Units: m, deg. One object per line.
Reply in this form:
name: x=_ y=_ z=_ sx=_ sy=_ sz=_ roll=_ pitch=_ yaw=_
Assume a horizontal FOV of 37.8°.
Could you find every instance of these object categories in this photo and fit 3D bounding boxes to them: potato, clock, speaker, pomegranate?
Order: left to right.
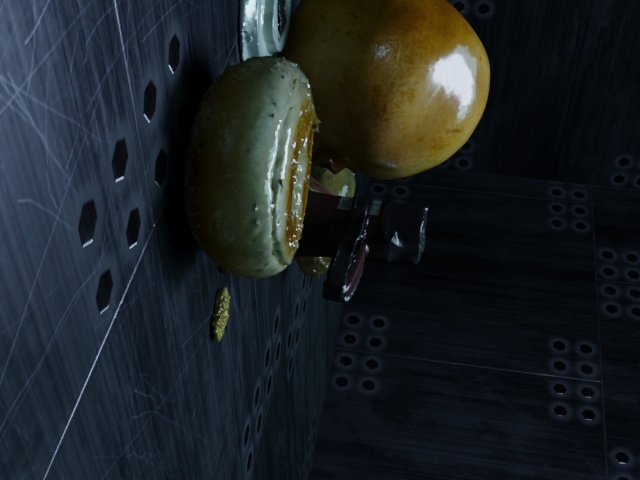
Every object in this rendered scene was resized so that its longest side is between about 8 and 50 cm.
clock: x=-0.084 y=-0.381 z=1.541 sx=0.236 sy=0.053 sz=0.236 roll=7 pitch=90 yaw=-84
speaker: x=-0.008 y=-0.023 z=1.468 sx=0.259 sy=0.330 sz=0.198 roll=-9 pitch=106 yaw=-76
potato: x=-0.001 y=-0.061 z=2.155 sx=0.191 sy=0.141 sz=0.296 roll=131 pitch=-33 yaw=-73
pomegranate: x=0.099 y=-0.288 z=1.727 sx=0.416 sy=0.417 sz=0.416 roll=7 pitch=90 yaw=-83

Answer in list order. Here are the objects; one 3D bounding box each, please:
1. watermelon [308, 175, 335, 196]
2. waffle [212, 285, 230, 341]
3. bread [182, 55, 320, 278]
watermelon: x=-0.034 y=-0.103 z=1.823 sx=0.136 sy=0.207 sz=0.202 roll=136 pitch=-49 yaw=-58
waffle: x=-0.162 y=0.123 z=1.521 sx=0.078 sy=0.016 sz=0.085 roll=86 pitch=14 yaw=-55
bread: x=-0.096 y=-0.101 z=1.276 sx=0.305 sy=0.159 sz=0.305 roll=7 pitch=90 yaw=-79
